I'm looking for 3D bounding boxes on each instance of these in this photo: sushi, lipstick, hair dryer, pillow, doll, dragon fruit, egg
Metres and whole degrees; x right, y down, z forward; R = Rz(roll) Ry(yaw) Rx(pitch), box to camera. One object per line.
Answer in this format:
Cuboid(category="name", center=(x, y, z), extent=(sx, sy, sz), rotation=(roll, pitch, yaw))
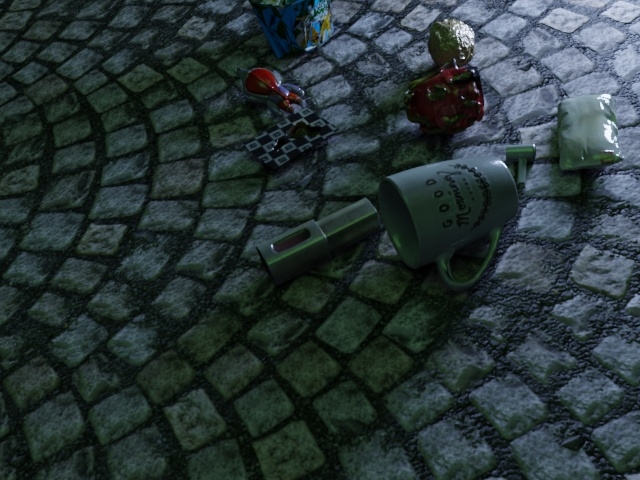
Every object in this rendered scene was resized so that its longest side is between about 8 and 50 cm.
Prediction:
Cuboid(category="sushi", center=(-0.071, -0.231, 2.040), extent=(0.201, 0.031, 0.139), rotation=(-33, 47, -19))
Cuboid(category="lipstick", center=(0.000, 0.000, 1.773), extent=(0.252, 0.077, 0.079), rotation=(-25, 46, -9))
Cuboid(category="hair dryer", center=(0.421, -0.151, 1.824), extent=(0.063, 0.038, 0.124), rotation=(0, 56, 18))
Cuboid(category="pillow", center=(0.570, -0.232, 1.839), extent=(0.128, 0.051, 0.229), rotation=(-8, 45, 20))
Cuboid(category="doll", center=(-0.134, -0.380, 2.164), extent=(0.227, 0.075, 0.102), rotation=(32, 73, 26))
Cuboid(category="dragon fruit", center=(0.274, -0.318, 1.938), extent=(0.172, 0.160, 0.167), rotation=(-11, 70, 6))
Cuboid(category="egg", center=(0.318, -0.475, 2.092), extent=(0.116, 0.118, 0.140), rotation=(-21, 34, 21))

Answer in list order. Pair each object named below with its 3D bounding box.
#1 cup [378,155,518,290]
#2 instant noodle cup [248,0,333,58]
Cuboid(category="cup", center=(0.268, -0.035, 1.684), extent=(0.234, 0.186, 0.258), rotation=(-18, 75, -11))
Cuboid(category="instant noodle cup", center=(-0.070, -0.614, 2.290), extent=(0.240, 0.178, 0.240), rotation=(-8, 47, 9))
